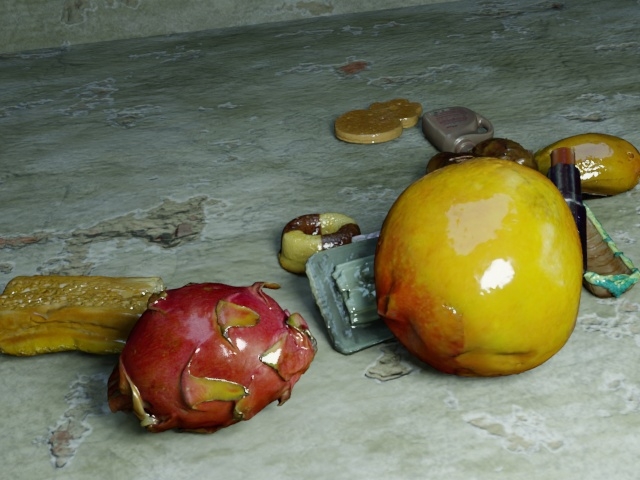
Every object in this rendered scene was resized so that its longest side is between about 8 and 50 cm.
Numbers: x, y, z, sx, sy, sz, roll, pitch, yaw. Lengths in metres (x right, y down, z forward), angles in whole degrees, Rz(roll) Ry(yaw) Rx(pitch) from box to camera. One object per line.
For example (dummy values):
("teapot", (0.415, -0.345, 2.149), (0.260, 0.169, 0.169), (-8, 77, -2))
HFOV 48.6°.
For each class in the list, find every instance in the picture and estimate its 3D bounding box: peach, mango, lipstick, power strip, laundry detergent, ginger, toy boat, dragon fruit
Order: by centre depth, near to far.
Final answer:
("dragon fruit", (-0.175, 0.174, 1.092), (0.314, 0.250, 0.250), (-9, 28, 27))
("peach", (0.256, 0.045, 1.144), (0.372, 0.373, 0.289), (-32, 10, -36))
("power strip", (0.095, 0.080, 1.261), (0.213, 0.064, 0.198), (-16, 67, -19))
("lipstick", (0.463, -0.060, 1.342), (0.081, 0.081, 0.300), (3, 54, 14))
("toy boat", (0.520, 0.007, 1.368), (0.108, 0.099, 0.293), (-6, 39, 0))
("ginger", (0.377, -0.099, 1.486), (0.254, 0.176, 0.418), (-10, 27, 2))
("mango", (0.598, -0.167, 1.607), (0.248, 0.151, 0.156), (-4, 0, 13))
("laundry detergent", (0.382, -0.280, 1.865), (0.171, 0.076, 0.237), (-13, 33, -12))

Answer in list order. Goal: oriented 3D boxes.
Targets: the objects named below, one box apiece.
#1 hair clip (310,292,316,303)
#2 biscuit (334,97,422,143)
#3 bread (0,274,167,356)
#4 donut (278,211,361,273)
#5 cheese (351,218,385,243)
("hair clip", (0.107, 0.075, 1.351), (0.256, 0.075, 0.146), (-7, 34, -15))
("biscuit", (0.168, -0.340, 2.026), (0.202, 0.044, 0.288), (24, 41, 37))
("bread", (-0.404, 0.135, 1.297), (0.380, 0.109, 0.185), (0, 24, 5))
("donut", (0.000, 0.000, 1.481), (0.183, 0.074, 0.166), (-3, 30, 0))
("cheese", (0.167, -0.015, 1.461), (0.227, 0.065, 0.137), (-13, 29, -26))
